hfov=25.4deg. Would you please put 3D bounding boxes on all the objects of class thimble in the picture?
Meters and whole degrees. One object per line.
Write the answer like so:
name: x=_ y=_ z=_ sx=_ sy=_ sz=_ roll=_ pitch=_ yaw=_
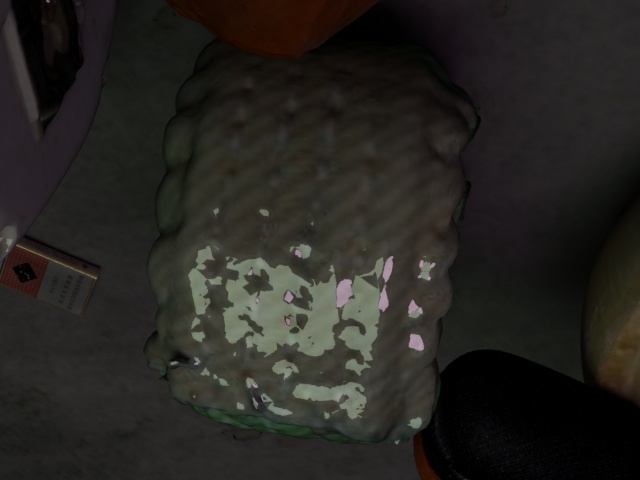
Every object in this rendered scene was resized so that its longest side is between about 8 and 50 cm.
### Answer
thimble: x=0.000 y=0.000 z=0.750 sx=0.150 sy=0.219 sz=0.219 roll=9 pitch=132 yaw=6

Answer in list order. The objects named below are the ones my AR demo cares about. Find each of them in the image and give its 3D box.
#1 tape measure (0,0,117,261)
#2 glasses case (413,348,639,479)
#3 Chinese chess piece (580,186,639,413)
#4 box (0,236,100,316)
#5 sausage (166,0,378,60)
tape measure: x=-0.175 y=-0.134 z=0.665 sx=0.130 sy=0.258 sz=0.265 roll=4 pitch=139 yaw=10
glasses case: x=0.173 y=0.148 z=0.767 sx=0.267 sy=0.103 sz=0.067 roll=29 pitch=136 yaw=-6
Chinese chess piece: x=0.282 y=0.058 z=0.797 sx=0.270 sy=0.112 sz=0.270 roll=9 pitch=132 yaw=10
box: x=-0.194 y=0.020 z=0.962 sx=0.083 sy=0.012 sz=0.046 roll=23 pitch=134 yaw=-7
sausage: x=0.012 y=-0.193 z=0.619 sx=0.141 sy=0.153 sz=0.268 roll=52 pitch=129 yaw=7
